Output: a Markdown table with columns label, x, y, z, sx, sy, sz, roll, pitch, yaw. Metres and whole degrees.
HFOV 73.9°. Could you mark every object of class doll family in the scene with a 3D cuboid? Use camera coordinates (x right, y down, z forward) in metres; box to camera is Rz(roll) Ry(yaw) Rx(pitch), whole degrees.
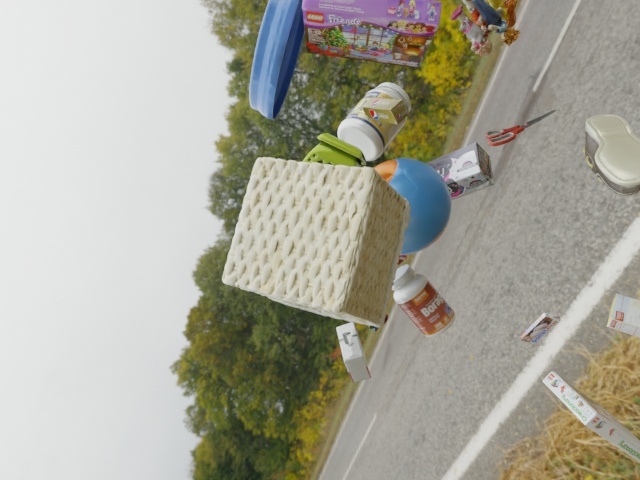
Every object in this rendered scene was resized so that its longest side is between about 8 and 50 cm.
| label | x | y | z | sx | sy | sz | roll | pitch | yaw |
| --- | --- | --- | --- | --- | --- | --- | --- | --- | --- |
| doll family | 0.436 | -0.574 | 1.084 | 0.118 | 0.163 | 0.263 | -34 | 23 | 44 |

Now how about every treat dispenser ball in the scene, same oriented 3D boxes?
| label | x | y | z | sx | sy | sz | roll | pitch | yaw |
| --- | --- | --- | --- | --- | --- | --- | --- | --- | --- |
| treat dispenser ball | 0.242 | -0.101 | 1.274 | 0.288 | 0.288 | 0.288 | 17 | -90 | -86 |

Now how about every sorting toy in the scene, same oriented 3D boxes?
| label | x | y | z | sx | sy | sz | roll | pitch | yaw |
| --- | --- | --- | --- | --- | --- | --- | --- | --- | --- |
| sorting toy | 0.169 | 0.248 | 1.337 | 0.102 | 0.042 | 0.061 | 5 | -70 | -50 |

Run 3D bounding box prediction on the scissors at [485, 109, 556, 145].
| label | x | y | z | sx | sy | sz | roll | pitch | yaw |
| --- | --- | --- | --- | --- | --- | --- | --- | --- | --- |
| scissors | 0.775 | -0.426 | 1.619 | 0.109 | 0.297 | 0.021 | -100 | -8 | -54 |

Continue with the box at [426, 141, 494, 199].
| label | x | y | z | sx | sy | sz | roll | pitch | yaw |
| --- | --- | --- | --- | --- | --- | --- | --- | --- | --- |
| box | 0.611 | -0.293 | 1.886 | 0.247 | 0.142 | 0.163 | -21 | 56 | 40 |

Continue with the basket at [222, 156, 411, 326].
| label | x | y | z | sx | sy | sz | roll | pitch | yaw |
| --- | --- | --- | --- | --- | --- | --- | --- | --- | --- |
| basket | 0.000 | 0.000 | 0.998 | 0.266 | 0.329 | 0.331 | 34 | -111 | -62 |

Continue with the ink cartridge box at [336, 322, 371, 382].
| label | x | y | z | sx | sy | sz | roll | pitch | yaw |
| --- | --- | --- | --- | --- | --- | --- | --- | --- | --- |
| ink cartridge box | 0.093 | 0.317 | 1.212 | 0.135 | 0.056 | 0.099 | -104 | -5 | -58 |

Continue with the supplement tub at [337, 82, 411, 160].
| label | x | y | z | sx | sy | sz | roll | pitch | yaw |
| --- | --- | --- | --- | --- | --- | --- | --- | --- | --- |
| supplement tub | 0.249 | -0.539 | 1.928 | 0.316 | 0.228 | 0.228 | -53 | -11 | -22 |

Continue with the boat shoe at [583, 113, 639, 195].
| label | x | y | z | sx | sy | sz | roll | pitch | yaw |
| --- | --- | --- | --- | --- | --- | --- | --- | --- | --- |
| boat shoe | 0.725 | -0.202 | 1.052 | 0.324 | 0.117 | 0.096 | -71 | -29 | -48 |

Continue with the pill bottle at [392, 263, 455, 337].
| label | x | y | z | sx | sy | sz | roll | pitch | yaw |
| --- | --- | --- | --- | --- | --- | --- | --- | --- | --- |
| pill bottle | 0.304 | 0.183 | 1.313 | 0.121 | 0.216 | 0.121 | -41 | 6 | 5 |

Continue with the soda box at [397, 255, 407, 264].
| label | x | y | z | sx | sy | sz | roll | pitch | yaw |
| --- | --- | --- | --- | --- | --- | --- | --- | --- | --- |
| soda box | 0.218 | 0.036 | 1.726 | 0.083 | 0.263 | 0.092 | -49 | 41 | 40 |

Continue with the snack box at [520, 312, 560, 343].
| label | x | y | z | sx | sy | sz | roll | pitch | yaw |
| --- | --- | --- | --- | --- | --- | --- | --- | --- | --- |
| snack box | 0.877 | 0.353 | 1.702 | 0.178 | 0.064 | 0.022 | 106 | 179 | -45 |

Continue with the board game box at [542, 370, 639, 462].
| label | x | y | z | sx | sy | sz | roll | pitch | yaw |
| --- | --- | --- | --- | --- | --- | --- | --- | --- | --- |
| board game box | 0.858 | 0.547 | 1.325 | 0.053 | 0.305 | 0.193 | -52 | 19 | 11 |

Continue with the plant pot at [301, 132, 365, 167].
| label | x | y | z | sx | sy | sz | roll | pitch | yaw |
| --- | --- | --- | --- | --- | --- | --- | --- | --- | --- |
| plant pot | 0.062 | -0.301 | 1.745 | 0.207 | 0.227 | 0.228 | -64 | -10 | 6 |

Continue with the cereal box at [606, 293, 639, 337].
| label | x | y | z | sx | sy | sz | roll | pitch | yaw |
| --- | --- | --- | --- | --- | --- | --- | --- | --- | --- |
| cereal box | 1.126 | 0.278 | 1.447 | 0.173 | 0.240 | 0.047 | -34 | -47 | -43 |

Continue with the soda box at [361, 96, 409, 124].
| label | x | y | z | sx | sy | sz | roll | pitch | yaw |
| --- | --- | --- | --- | --- | --- | --- | --- | --- | --- |
| soda box | 0.220 | -0.447 | 1.461 | 0.058 | 0.061 | 0.181 | -43 | 33 | -9 |

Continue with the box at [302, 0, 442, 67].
| label | x | y | z | sx | sy | sz | roll | pitch | yaw |
| --- | --- | --- | --- | --- | --- | --- | --- | --- | --- |
| box | 0.109 | -0.489 | 0.989 | 0.201 | 0.294 | 0.057 | 65 | -147 | -86 |

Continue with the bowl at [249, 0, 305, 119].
| label | x | y | z | sx | sy | sz | roll | pitch | yaw |
| --- | --- | --- | --- | --- | --- | --- | --- | --- | --- |
| bowl | -0.112 | -0.540 | 1.193 | 0.391 | 0.077 | 0.391 | -163 | 90 | -85 |
